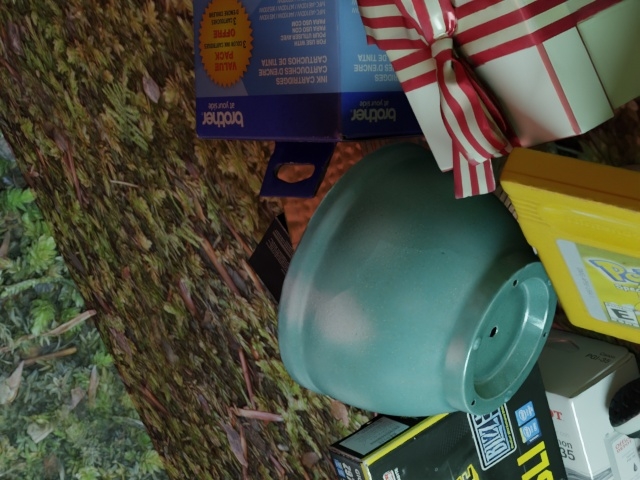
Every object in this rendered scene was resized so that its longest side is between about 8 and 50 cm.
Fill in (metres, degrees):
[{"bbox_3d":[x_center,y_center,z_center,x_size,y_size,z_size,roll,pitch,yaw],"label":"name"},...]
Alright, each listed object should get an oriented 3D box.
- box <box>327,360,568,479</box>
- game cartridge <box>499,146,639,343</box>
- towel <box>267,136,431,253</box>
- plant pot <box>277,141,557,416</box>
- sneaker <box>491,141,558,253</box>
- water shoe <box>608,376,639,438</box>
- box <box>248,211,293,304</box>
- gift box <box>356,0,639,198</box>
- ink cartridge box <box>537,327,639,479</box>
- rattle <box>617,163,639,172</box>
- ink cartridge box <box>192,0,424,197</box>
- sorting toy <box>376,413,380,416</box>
[{"bbox_3d":[0.169,0.316,1.540,0.079,0.257,0.322,13,125,54],"label":"box"},{"bbox_3d":[0.333,0.034,1.233,0.285,0.052,0.323,15,163,28],"label":"game cartridge"},{"bbox_3d":[0.073,-0.048,1.652,0.271,0.040,0.370,-14,89,28],"label":"towel"},{"bbox_3d":[0.123,0.067,1.407,0.196,0.293,0.293,27,138,32],"label":"plant pot"},{"bbox_3d":[0.193,-0.121,1.533,0.121,0.108,0.302,38,147,58],"label":"sneaker"},{"bbox_3d":[0.411,0.170,1.476,0.080,0.073,0.203,26,147,-24],"label":"water shoe"},{"bbox_3d":[0.000,0.000,1.898,0.093,0.156,0.158,55,152,10],"label":"box"},{"bbox_3d":[0.191,-0.204,1.277,0.255,0.258,0.276,63,152,-2],"label":"gift box"},{"bbox_3d":[0.309,0.264,1.662,0.207,0.117,0.283,13,126,56],"label":"ink cartridge box"},{"bbox_3d":[0.361,-0.004,1.384,0.200,0.130,0.142,-12,118,34],"label":"rattle"},{"bbox_3d":[-0.014,-0.249,1.532,0.270,0.151,0.395,5,100,49],"label":"ink cartridge box"},{"bbox_3d":[0.125,0.091,1.722,0.229,0.041,0.307,43,112,41],"label":"sorting toy"}]
